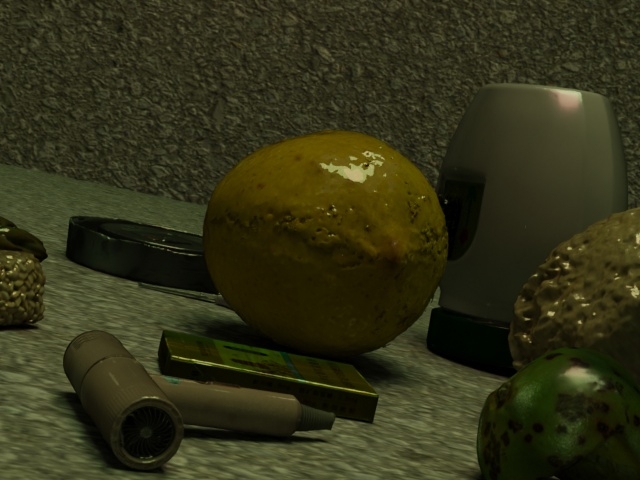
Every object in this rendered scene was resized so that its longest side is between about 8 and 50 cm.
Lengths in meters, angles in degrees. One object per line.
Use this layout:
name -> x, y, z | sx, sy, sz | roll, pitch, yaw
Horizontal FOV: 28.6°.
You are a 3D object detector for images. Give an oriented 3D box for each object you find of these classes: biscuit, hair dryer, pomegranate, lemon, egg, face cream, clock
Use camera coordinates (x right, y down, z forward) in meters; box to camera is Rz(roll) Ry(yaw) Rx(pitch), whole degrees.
biscuit -> -0.330, 0.044, 1.177 | 0.082, 0.070, 0.168 | 5, 2, 31
hair dryer -> -0.074, 0.136, 0.950 | 0.220, 0.053, 0.195 | 18, 3, -22
pomegranate -> 0.213, 0.149, 1.017 | 0.169, 0.122, 0.143 | 9, -24, -12
lemon -> 0.000, 0.000, 1.413 | 0.258, 0.258, 0.310 | 8, 3, -43
egg -> 0.350, 0.094, 1.261 | 0.310, 0.279, 0.279 | -13, -4, 20
face cream -> 0.268, -0.018, 1.650 | 0.219, 0.357, 0.312 | 7, 3, -23
clock -> -0.229, 0.019, 1.806 | 0.280, 0.055, 0.280 | 12, 5, -1

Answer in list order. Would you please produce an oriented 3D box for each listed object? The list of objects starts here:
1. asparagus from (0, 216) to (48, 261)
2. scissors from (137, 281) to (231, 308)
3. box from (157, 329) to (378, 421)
asparagus -> -0.423, -0.001, 1.402 | 0.287, 0.080, 0.080 | 9, 6, -46
scissors -> -0.145, 0.073, 1.641 | 0.189, 0.015, 0.100 | 11, 7, -2
box -> -0.052, 0.125, 1.171 | 0.193, 0.030, 0.121 | 11, 5, -11
